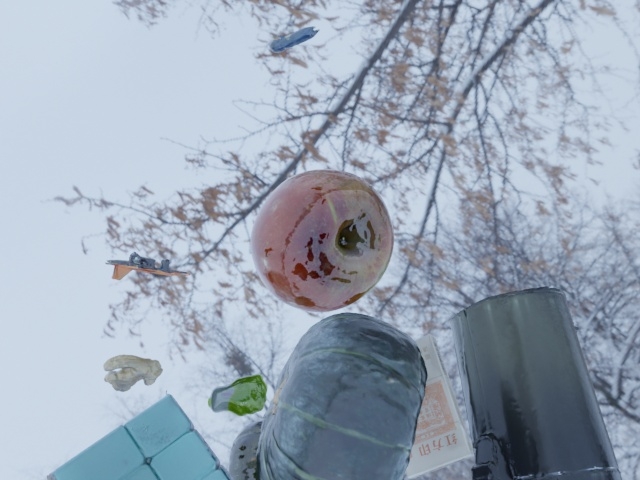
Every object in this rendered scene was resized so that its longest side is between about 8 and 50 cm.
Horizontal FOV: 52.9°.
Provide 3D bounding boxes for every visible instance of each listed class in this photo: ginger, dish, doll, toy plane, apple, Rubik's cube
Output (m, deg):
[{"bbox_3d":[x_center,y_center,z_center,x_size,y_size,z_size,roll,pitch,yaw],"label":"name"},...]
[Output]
[{"bbox_3d":[-0.501,0.364,1.711,0.149,0.065,0.259,6,-30,-16],"label":"ginger"},{"bbox_3d":[-0.186,0.338,1.414,0.137,0.039,0.091,-2,-81,-27],"label":"dish"},{"bbox_3d":[-0.058,-0.437,1.392,0.037,0.125,0.027,13,-112,-56],"label":"doll"},{"bbox_3d":[-0.394,0.057,1.470,0.188,0.135,0.062,-2,-87,-13],"label":"toy plane"},{"bbox_3d":[0.000,0.000,1.560,0.348,0.277,0.349,-1,-88,-29],"label":"apple"},{"bbox_3d":[-0.277,0.426,1.062,0.231,0.225,0.221,-32,-20,-24],"label":"Rubik's cube"}]

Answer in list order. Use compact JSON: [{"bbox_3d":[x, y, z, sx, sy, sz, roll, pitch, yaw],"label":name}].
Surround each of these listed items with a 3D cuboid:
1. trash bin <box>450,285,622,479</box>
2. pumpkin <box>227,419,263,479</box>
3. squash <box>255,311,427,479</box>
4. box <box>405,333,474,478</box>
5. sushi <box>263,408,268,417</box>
[{"bbox_3d":[0.322,0.245,1.002,0.252,0.302,0.203,7,-29,-25],"label":"trash bin"},{"bbox_3d":[-0.143,0.650,1.772,0.192,0.320,0.320,-7,-47,7],"label":"pumpkin"},{"bbox_3d":[0.024,0.204,0.735,0.165,0.252,0.252,23,-72,-3],"label":"squash"},{"bbox_3d":[0.295,0.479,1.875,0.204,0.365,0.051,-29,-33,22],"label":"box"},{"bbox_3d":[0.001,0.285,1.193,0.201,0.139,0.031,-57,4,-23],"label":"sushi"}]
